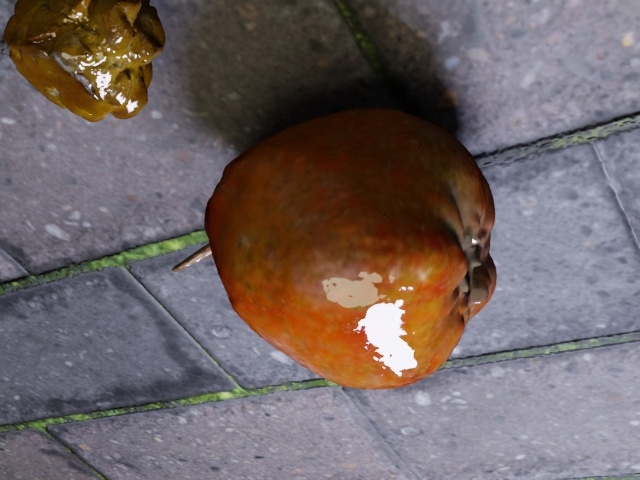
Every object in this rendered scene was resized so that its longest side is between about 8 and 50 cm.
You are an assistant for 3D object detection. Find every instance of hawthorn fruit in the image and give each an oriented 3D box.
[{"bbox_3d":[0.000,0.000,0.692,0.262,0.211,0.211,5,138,25],"label":"hawthorn fruit"}]

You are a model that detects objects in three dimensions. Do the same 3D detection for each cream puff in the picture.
[{"bbox_3d":[-0.173,-0.150,0.672,0.116,0.094,0.122,29,161,-9],"label":"cream puff"}]
